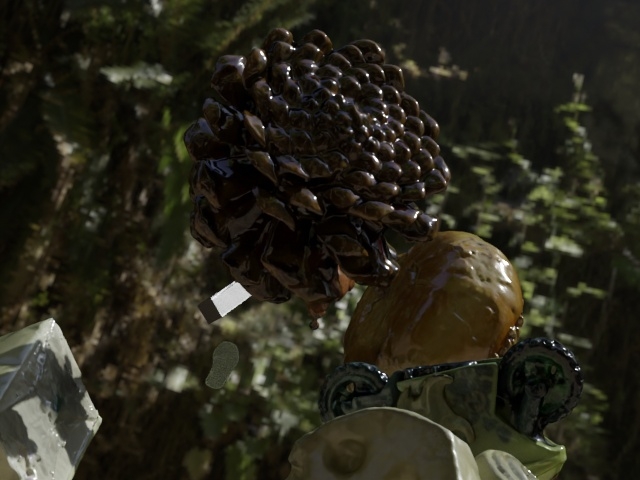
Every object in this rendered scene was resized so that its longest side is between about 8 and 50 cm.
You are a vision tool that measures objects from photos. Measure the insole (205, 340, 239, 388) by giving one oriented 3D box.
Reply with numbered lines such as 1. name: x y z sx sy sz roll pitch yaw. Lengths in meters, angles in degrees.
1. insole: -0.191 0.242 2.220 0.053 0.002 0.153 19 -46 -10

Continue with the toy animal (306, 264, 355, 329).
1. toy animal: 0.000 0.000 1.816 0.097 0.313 0.157 -5 6 8

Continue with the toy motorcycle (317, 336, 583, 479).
1. toy motorcycle: 0.197 0.280 1.726 0.409 0.237 0.168 -9 -6 21

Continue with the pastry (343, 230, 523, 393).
1. pastry: 0.219 0.174 2.197 0.245 0.410 0.409 39 -28 -17

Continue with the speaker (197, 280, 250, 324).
1. speaker: -0.166 0.103 2.224 0.040 0.191 0.046 -30 -86 32

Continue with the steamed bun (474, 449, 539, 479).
1. steamed bun: 0.248 0.486 1.511 0.339 0.247 0.352 41 -40 25

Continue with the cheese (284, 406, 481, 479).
1. cheese: 0.058 0.366 1.422 0.318 0.326 0.115 22 -22 44

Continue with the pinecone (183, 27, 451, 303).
1. pinecone: -0.032 -0.066 1.522 0.384 0.385 0.384 15 -22 6

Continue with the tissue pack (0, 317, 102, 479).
1. tissue pack: -0.524 0.293 1.556 0.380 0.297 0.207 -20 -72 10
